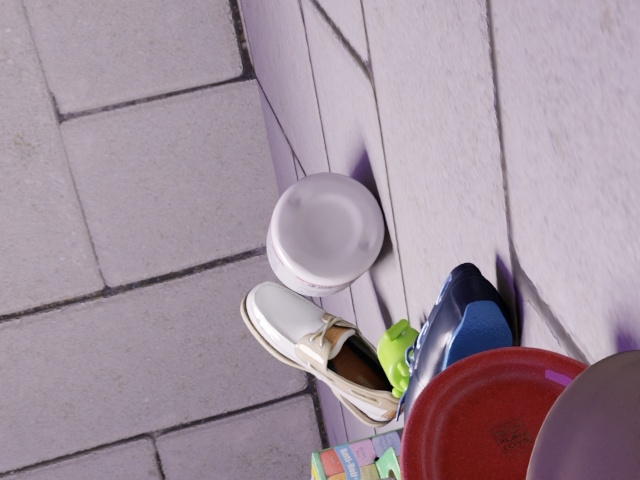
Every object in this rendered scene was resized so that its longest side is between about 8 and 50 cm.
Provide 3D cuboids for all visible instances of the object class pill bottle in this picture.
[{"bbox_3d":[0.000,0.000,1.763,0.283,0.160,0.160,124,132,-81],"label":"pill bottle"}]

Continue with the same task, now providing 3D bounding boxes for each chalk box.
[{"bbox_3d":[0.092,0.389,1.719,0.289,0.179,0.180,89,165,-63],"label":"chalk box"}]

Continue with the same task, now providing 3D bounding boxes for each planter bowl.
[{"bbox_3d":[0.188,0.129,0.535,0.109,0.162,0.162,-11,93,58],"label":"planter bowl"}]

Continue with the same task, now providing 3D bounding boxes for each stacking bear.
[{"bbox_3d":[0.167,0.235,0.903,0.164,0.175,0.289,-115,5,-51],"label":"stacking bear"}]

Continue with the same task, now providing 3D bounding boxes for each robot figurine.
[{"bbox_3d":[0.113,0.154,1.534,0.115,0.067,0.101,-117,12,-65],"label":"robot figurine"}]

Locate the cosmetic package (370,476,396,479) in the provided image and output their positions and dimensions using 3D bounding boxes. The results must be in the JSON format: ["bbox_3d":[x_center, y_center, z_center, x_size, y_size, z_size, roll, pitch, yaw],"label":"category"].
[{"bbox_3d":[0.050,0.464,1.238,0.197,0.155,0.365,-145,49,-67],"label":"cosmetic package"}]

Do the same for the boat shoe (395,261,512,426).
[{"bbox_3d":[0.142,0.120,1.179,0.258,0.109,0.089,110,157,-49],"label":"boat shoe"}]

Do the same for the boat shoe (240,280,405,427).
[{"bbox_3d":[0.015,0.160,1.808,0.302,0.113,0.103,37,149,0],"label":"boat shoe"}]
